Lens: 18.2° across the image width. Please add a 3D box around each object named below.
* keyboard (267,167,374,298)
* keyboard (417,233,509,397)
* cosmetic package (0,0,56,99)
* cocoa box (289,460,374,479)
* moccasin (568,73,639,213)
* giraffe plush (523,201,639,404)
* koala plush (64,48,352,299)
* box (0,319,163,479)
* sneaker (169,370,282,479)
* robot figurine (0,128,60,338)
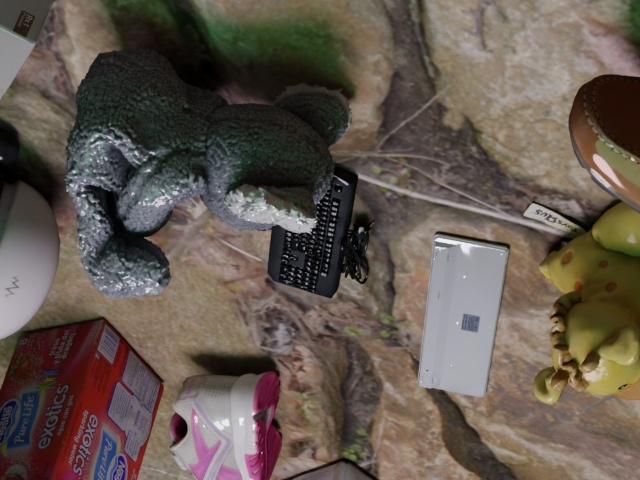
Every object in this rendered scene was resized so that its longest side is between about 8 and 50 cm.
[{"bbox_3d":[0.000,0.000,1.904,0.100,0.038,0.192,12,144,3],"label":"keyboard"},{"bbox_3d":[0.139,0.079,1.979,0.072,0.014,0.256,6,143,3],"label":"keyboard"},{"bbox_3d":[-0.308,-0.171,1.719,0.107,0.127,0.238,25,140,-12],"label":"cosmetic package"},{"bbox_3d":[-0.034,0.445,2.328,0.347,0.228,0.231,-24,128,40],"label":"cocoa box"},{"bbox_3d":[0.386,-0.064,1.602,0.380,0.139,0.147,18,142,-4],"label":"moccasin"},{"bbox_3d":[0.271,0.067,1.783,0.210,0.170,0.181,13,143,3],"label":"giraffe plush"},{"bbox_3d":[-0.090,-0.068,1.730,0.221,0.196,0.203,5,132,19],"label":"koala plush"},{"bbox_3d":[-0.274,0.226,2.106,0.123,0.257,0.128,-12,135,29],"label":"box"},{"bbox_3d":[-0.108,0.222,2.186,0.111,0.103,0.252,13,137,10],"label":"sneaker"},{"bbox_3d":[-0.388,-0.009,1.916,0.278,0.173,0.209,21,146,-13],"label":"robot figurine"}]
